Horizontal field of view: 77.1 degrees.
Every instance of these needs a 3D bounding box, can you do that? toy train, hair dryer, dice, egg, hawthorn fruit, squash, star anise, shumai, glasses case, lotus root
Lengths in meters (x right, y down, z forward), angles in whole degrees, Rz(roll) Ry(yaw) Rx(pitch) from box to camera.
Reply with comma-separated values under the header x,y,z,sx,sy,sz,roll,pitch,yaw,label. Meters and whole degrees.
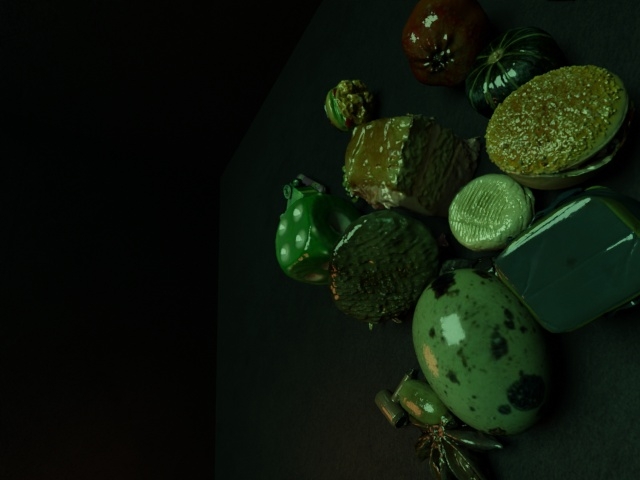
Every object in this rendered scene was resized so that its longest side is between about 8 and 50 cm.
x,y,z,sx,sy,sz,roll,pitch,yaw,label
-0.104,-0.145,1.972,0.202,0.120,0.300,42,131,43,toy train
0.252,0.480,1.258,0.181,0.064,0.117,-63,33,10,hair dryer
0.000,0.000,1.665,0.300,0.287,0.296,-38,49,45,dice
0.369,0.250,0.925,0.288,0.288,0.378,-42,63,44,egg
0.419,-0.666,1.299,0.287,0.287,0.330,-24,34,53,hawthorn fruit
0.524,-0.455,1.108,0.252,0.165,0.252,-42,33,35,squash
0.343,0.493,1.053,0.315,0.108,0.314,-37,44,46,star anise
0.192,0.041,1.314,0.323,0.325,0.396,-82,0,-60,shumai
-0.061,-0.260,2.083,0.316,0.076,0.123,38,114,56,glasses case
0.270,0.417,1.028,0.183,0.077,0.090,17,89,64,lotus root

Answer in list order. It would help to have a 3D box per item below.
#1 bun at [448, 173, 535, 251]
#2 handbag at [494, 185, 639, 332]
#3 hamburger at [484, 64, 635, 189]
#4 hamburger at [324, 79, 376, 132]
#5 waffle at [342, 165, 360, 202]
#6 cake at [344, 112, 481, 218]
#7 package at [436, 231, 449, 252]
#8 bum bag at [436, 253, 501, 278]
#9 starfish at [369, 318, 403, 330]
x,y,z,sx,sy,sz,roll,pitch,yaw,label
0.463,-0.070,1.072,0.221,0.134,0.220,-22,58,40,bun
0.507,0.025,0.788,0.222,0.241,0.263,49,124,17,handbag
0.538,-0.263,0.929,0.302,0.170,0.301,-20,54,29,hamburger
0.144,-0.594,1.764,0.149,0.237,0.236,-17,63,53,hamburger
0.198,-0.317,1.689,0.297,0.073,0.317,-49,32,28,waffle
0.276,-0.225,1.288,0.314,0.307,0.292,25,103,58,cake
0.378,0.017,1.280,0.083,0.029,0.059,122,150,-43,package
0.442,0.102,1.074,0.341,0.095,0.143,-14,63,54,bum bag
0.209,0.234,1.422,0.208,0.053,0.175,20,77,46,starfish
